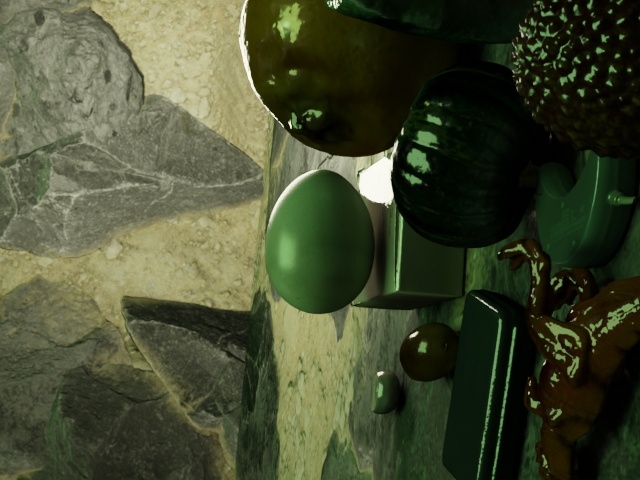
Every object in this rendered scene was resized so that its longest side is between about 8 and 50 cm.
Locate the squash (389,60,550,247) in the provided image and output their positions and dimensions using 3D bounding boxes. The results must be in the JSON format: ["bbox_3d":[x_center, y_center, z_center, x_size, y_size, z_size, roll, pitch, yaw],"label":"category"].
[{"bbox_3d":[0.173,-0.096,1.698,0.172,0.218,0.218,32,122,38],"label":"squash"}]

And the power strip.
[{"bbox_3d":[0.274,-0.042,1.535,0.216,0.044,0.137,141,133,-74],"label":"power strip"}]

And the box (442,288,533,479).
[{"bbox_3d":[0.198,0.182,1.776,0.160,0.050,0.230,-140,57,-76],"label":"box"}]

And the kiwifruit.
[{"bbox_3d":[0.145,0.149,1.995,0.124,0.075,0.075,145,129,-70],"label":"kiwifruit"}]

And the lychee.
[{"bbox_3d":[0.262,-0.166,1.346,0.188,0.188,0.188,-174,90,-78],"label":"lychee"}]

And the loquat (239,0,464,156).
[{"bbox_3d":[0.043,-0.281,2.092,0.328,0.329,0.328,-174,90,-78],"label":"loquat"}]

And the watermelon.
[{"bbox_3d":[0.154,-0.323,1.724,0.151,0.264,0.302,-99,22,-48],"label":"watermelon"}]

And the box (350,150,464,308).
[{"bbox_3d":[0.120,-0.013,2.102,0.252,0.106,0.203,147,128,-76],"label":"box"}]

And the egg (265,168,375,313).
[{"bbox_3d":[0.000,0.000,2.059,0.151,0.151,0.209,118,159,-61],"label":"egg"}]

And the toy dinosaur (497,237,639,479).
[{"bbox_3d":[0.254,0.079,1.454,0.432,0.097,0.208,103,153,-46],"label":"toy dinosaur"}]

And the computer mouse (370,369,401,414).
[{"bbox_3d":[0.099,0.228,2.252,0.096,0.039,0.066,113,161,-76],"label":"computer mouse"}]
